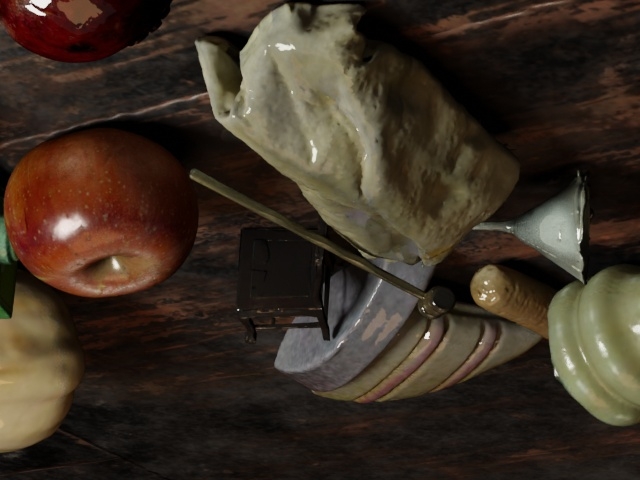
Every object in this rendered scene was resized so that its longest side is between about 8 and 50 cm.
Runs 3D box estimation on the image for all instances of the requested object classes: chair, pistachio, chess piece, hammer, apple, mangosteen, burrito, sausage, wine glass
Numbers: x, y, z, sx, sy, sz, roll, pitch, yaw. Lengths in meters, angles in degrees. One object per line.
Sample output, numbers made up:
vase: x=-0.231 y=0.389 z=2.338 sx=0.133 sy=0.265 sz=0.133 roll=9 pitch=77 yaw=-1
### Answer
chair: x=-0.039 y=0.023 z=2.125 sx=0.113 sy=0.106 sz=0.229 roll=-1 pitch=153 yaw=5
pistachio: x=-0.431 y=0.141 z=2.310 sx=0.321 sy=0.229 sz=0.238 roll=5 pitch=-177 yaw=24
chess piece: x=0.425 y=0.072 z=2.103 sx=0.182 sy=0.182 sz=0.330 roll=21 pitch=145 yaw=-33
hammer: x=0.000 y=0.000 z=1.895 sx=0.292 sy=0.029 sz=0.058 roll=28 pitch=164 yaw=-3
apple: x=-0.227 y=-0.035 z=1.974 sx=0.201 sy=0.162 sz=0.201 roll=-7 pitch=153 yaw=-4
mangosteen: x=-0.205 y=-0.239 z=1.537 sx=0.199 sy=0.200 sz=0.200 roll=3 pitch=155 yaw=1
burrito: x=0.030 y=-0.097 z=1.831 sx=0.190 sy=0.135 sz=0.332 roll=-6 pitch=150 yaw=36
sausage: x=0.284 y=0.096 z=2.278 sx=0.065 sy=0.066 sz=0.301 roll=-17 pitch=148 yaw=37
wine glass: x=0.193 y=-0.013 z=2.007 sx=0.182 sy=0.122 sz=0.122 roll=1 pitch=155 yaw=13

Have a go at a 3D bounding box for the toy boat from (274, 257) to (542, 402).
toy boat: x=0.092 y=0.128 z=2.292 sx=0.276 sy=0.111 sz=0.293 roll=-32 pitch=136 yaw=27

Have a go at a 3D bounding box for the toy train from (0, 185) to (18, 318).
toy train: x=-0.453 y=0.006 z=2.092 sx=0.271 sy=0.159 sz=0.188 roll=1 pitch=161 yaw=6
